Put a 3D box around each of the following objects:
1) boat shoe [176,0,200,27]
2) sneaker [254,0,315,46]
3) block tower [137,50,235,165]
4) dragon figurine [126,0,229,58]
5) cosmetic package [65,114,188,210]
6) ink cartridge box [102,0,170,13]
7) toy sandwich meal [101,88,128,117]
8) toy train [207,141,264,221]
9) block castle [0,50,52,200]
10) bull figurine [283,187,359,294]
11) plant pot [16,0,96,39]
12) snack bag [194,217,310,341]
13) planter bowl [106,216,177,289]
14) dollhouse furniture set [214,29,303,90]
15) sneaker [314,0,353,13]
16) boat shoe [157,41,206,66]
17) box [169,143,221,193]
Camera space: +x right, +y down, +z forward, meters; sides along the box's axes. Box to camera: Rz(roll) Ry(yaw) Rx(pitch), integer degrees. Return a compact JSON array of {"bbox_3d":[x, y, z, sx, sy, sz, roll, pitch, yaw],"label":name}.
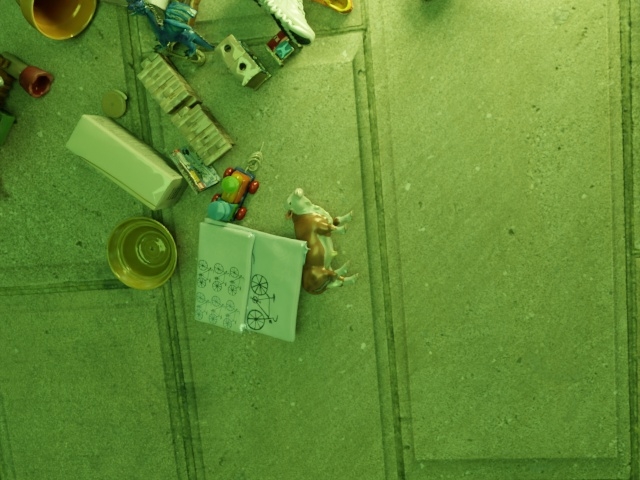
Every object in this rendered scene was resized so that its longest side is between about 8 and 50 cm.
[{"bbox_3d":[-0.361,-0.690,1.666,0.073,0.073,0.207,26,101,1],"label":"boat shoe"},{"bbox_3d":[-0.093,-0.629,1.582,0.118,0.110,0.292,-38,68,4],"label":"sneaker"},{"bbox_3d":[-0.378,-0.369,1.710,0.091,0.097,0.335,-37,90,12],"label":"block tower"},{"bbox_3d":[-0.378,-0.575,1.619,0.289,0.144,0.085,9,57,-10],"label":"dragon figurine"},{"bbox_3d":[-0.541,-0.224,1.721,0.309,0.160,0.113,35,102,3],"label":"cosmetic package"},{"bbox_3d":[-0.510,-0.788,1.650,0.201,0.117,0.278,12,101,6],"label":"ink cartridge box"},{"bbox_3d":[-0.603,-0.402,1.770,0.085,0.029,0.086,2,104,9],"label":"toy sandwich meal"},{"bbox_3d":[-0.234,-0.168,1.692,0.105,0.143,0.248,28,102,3],"label":"toy train"},{"bbox_3d":[-0.976,-0.318,1.701,0.213,0.303,0.453,35,102,8],"label":"block castle"},{"bbox_3d":[0.000,0.000,1.698,0.188,0.101,0.310,-2,103,25],"label":"bull figurine"},{"bbox_3d":[-0.766,-0.695,1.675,0.188,0.205,0.205,37,102,18],"label":"plant pot"},{"bbox_3d":[-0.208,0.123,1.738,0.342,0.037,0.323,13,106,19],"label":"snack bag"},{"bbox_3d":[-0.514,0.031,1.790,0.217,0.090,0.217,1,99,7],"label":"planter bowl"},{"bbox_3d":[-0.165,-0.521,1.634,0.183,0.129,0.129,-39,91,13],"label":"dollhouse furniture set"},{"bbox_3d":[0.009,-0.665,1.619,0.175,0.067,0.064,24,103,6],"label":"sneaker"},{"bbox_3d":[-0.399,-0.543,1.706,0.153,0.048,0.056,32,102,2],"label":"boat shoe"},{"bbox_3d":[-0.358,-0.208,1.730,0.027,0.094,0.137,-32,93,42],"label":"box"}]
